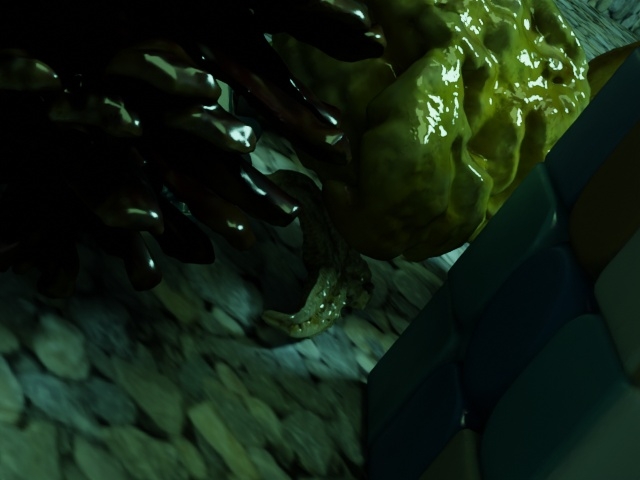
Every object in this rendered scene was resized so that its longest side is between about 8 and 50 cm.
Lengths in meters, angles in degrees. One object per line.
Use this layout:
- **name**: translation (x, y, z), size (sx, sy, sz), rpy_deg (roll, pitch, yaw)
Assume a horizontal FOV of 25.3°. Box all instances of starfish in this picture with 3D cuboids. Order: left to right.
- **starfish**: translation (0.001, -0.002, 1.133), size (0.247, 0.050, 0.138), rpy_deg (-24, 98, -73)

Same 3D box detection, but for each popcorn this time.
- **popcorn**: translation (0.077, -0.115, 1.100), size (0.265, 0.225, 0.332), rpy_deg (53, 29, -11)

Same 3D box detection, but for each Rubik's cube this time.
- **Rubik's cube**: translation (0.258, 0.136, 0.921), size (0.347, 0.344, 0.346), rpy_deg (34, 19, -13)

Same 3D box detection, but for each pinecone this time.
- **pinecone**: translation (-0.135, -0.145, 0.886), size (0.397, 0.398, 0.398), rpy_deg (33, 21, -14)

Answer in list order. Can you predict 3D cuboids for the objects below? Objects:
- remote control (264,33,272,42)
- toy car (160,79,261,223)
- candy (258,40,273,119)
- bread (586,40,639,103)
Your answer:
- **remote control**: translation (0.016, -0.211, 1.687), size (0.250, 0.034, 0.103), rpy_deg (31, 22, -18)
- **toy car**: translation (-0.113, -0.072, 1.137), size (0.126, 0.098, 0.162), rpy_deg (5, 64, -16)
- **candy**: translation (-0.026, -0.165, 1.452), size (0.096, 0.097, 0.209), rpy_deg (41, 26, 7)
- **bread**: translation (0.315, 0.007, 1.272), size (0.337, 0.358, 0.204), rpy_deg (40, 30, -1)
